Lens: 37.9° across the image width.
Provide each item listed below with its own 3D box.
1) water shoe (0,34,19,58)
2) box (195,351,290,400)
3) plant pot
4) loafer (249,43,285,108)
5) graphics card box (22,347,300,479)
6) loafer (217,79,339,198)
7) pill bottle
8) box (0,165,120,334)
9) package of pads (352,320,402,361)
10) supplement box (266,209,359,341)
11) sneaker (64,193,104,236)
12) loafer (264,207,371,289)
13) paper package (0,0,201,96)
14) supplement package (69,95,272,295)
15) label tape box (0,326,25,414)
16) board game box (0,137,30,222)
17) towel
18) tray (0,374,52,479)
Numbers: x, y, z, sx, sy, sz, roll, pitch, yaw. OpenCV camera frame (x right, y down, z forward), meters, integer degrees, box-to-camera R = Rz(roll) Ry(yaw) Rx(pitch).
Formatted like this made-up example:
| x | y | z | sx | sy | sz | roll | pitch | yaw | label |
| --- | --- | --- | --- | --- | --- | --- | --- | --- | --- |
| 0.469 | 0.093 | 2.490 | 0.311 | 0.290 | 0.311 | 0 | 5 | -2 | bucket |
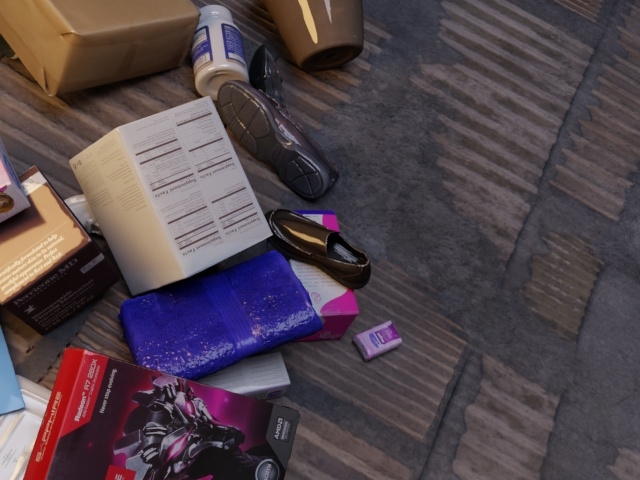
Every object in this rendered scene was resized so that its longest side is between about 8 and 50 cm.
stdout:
| x | y | z | sx | sy | sz | roll | pitch | yaw | label |
| --- | --- | --- | --- | --- | --- | --- | --- | --- | --- |
| -0.634 | -0.441 | 1.870 | 0.080 | 0.073 | 0.203 | -13 | 64 | -51 | water shoe |
| -0.213 | 0.252 | 1.551 | 0.324 | 0.063 | 0.067 | -9 | 62 | -24 | box |
| -0.007 | -0.501 | 2.031 | 0.263 | 0.263 | 0.229 | -10 | 81 | -25 | plant pot |
| -0.111 | -0.344 | 1.989 | 0.061 | 0.062 | 0.170 | 18 | 54 | -35 | loafer |
| -0.227 | 0.317 | 1.378 | 0.371 | 0.094 | 0.232 | 23 | 74 | -28 | graphics card box |
| -0.084 | -0.210 | 1.891 | 0.302 | 0.109 | 0.095 | 47 | 37 | 6 | loafer |
| -0.215 | -0.396 | 1.947 | 0.112 | 0.112 | 0.186 | 1 | 58 | -19 | pill bottle |
| -0.456 | 0.022 | 1.506 | 0.168 | 0.203 | 0.167 | -37 | 74 | -10 | box |
| 0.106 | 0.187 | 1.724 | 0.083 | 0.032 | 0.050 | -20 | 69 | -29 | package of pads |
| -0.018 | 0.065 | 1.713 | 0.111 | 0.114 | 0.220 | 0 | 57 | -20 | supplement box |
| -0.371 | -0.025 | 1.674 | 0.212 | 0.080 | 0.094 | 4 | 62 | -19 | sneaker |
| 0.000 | 0.000 | 1.642 | 0.220 | 0.078 | 0.080 | 28 | 54 | 0 | loafer |
| -0.459 | -0.467 | 1.832 | 0.325 | 0.168 | 0.309 | -27 | 71 | -45 | paper package |
| -0.257 | -0.074 | 1.596 | 0.198 | 0.199 | 0.262 | -28 | 96 | -38 | supplement package |
| -0.647 | 0.183 | 1.403 | 0.334 | 0.106 | 0.240 | -16 | 63 | -22 | label tape box |
| -0.647 | -0.093 | 1.446 | 0.319 | 0.066 | 0.318 | -31 | 54 | -6 | board game box |
| -0.174 | 0.124 | 1.550 | 0.308 | 0.076 | 0.227 | -21 | 33 | -14 | towel |
| -0.476 | 0.339 | 1.425 | 0.145 | 0.030 | 0.270 | 27 | 53 | -2 | tray |
